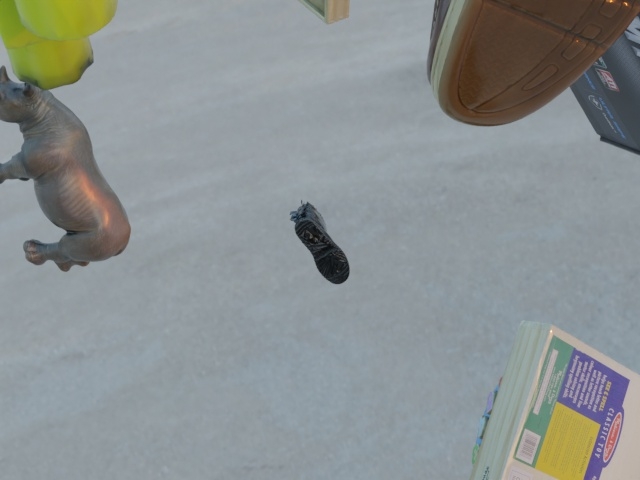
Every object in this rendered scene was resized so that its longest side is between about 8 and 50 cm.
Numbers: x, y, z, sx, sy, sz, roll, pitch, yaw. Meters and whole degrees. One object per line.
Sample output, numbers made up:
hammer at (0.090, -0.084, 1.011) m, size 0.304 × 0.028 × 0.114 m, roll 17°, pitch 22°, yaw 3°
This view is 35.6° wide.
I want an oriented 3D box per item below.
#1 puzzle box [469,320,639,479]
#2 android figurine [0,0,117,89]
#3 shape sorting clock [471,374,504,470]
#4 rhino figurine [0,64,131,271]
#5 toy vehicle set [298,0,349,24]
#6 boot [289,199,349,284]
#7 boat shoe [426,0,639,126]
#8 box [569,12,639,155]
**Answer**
puzzle box at (0.284, 0.332, 1.208) m, size 0.052 × 0.272 × 0.408 m, roll 4°, pitch 69°, yaw 55°
android figurine at (-0.148, -0.203, 0.428) m, size 0.056 × 0.272 × 0.248 m, roll -17°, pitch 54°, yaw -15°
shape sorting clock at (0.257, 0.275, 1.406) m, size 0.040 × 0.206 × 0.206 m, roll 15°, pitch 26°, yaw -10°
rhino figurine at (-0.263, -0.077, 0.962) m, size 0.106 × 0.243 × 0.073 m, roll -13°, pitch 24°, yaw 21°
toy vehicle set at (-0.052, -0.420, 1.305) m, size 0.035 × 0.166 × 0.267 m, roll -27°, pitch 53°, yaw -23°
boot at (0.000, 0.001, 1.467) m, size 0.045 × 0.121 × 0.099 m, roll -36°, pitch 13°, yaw 8°
boat shoe at (0.138, -0.233, 0.564) m, size 0.123 × 0.342 × 0.123 m, roll 2°, pitch 32°, yaw -28°
box at (0.276, -0.173, 0.806) m, size 0.073 × 0.295 × 0.293 m, roll -40°, pitch 29°, yaw -3°
